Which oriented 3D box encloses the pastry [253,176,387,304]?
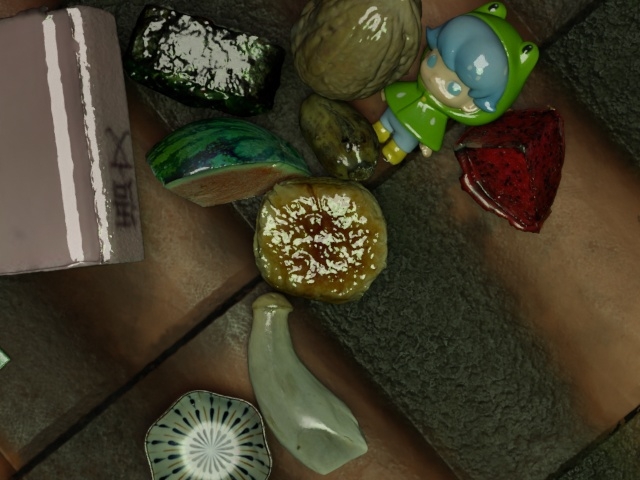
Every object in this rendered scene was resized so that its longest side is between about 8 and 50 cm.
[{"bbox_3d":[0.000,0.000,1.836,0.193,0.093,0.182,2,100,-1],"label":"pastry"}]

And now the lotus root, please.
[{"bbox_3d":[0.029,-0.148,1.825,0.089,0.080,0.179,-45,50,13],"label":"lotus root"}]

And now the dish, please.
[{"bbox_3d":[-0.159,0.306,1.861,0.191,0.066,0.190,0,89,2],"label":"dish"}]

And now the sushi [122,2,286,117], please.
[{"bbox_3d":[-0.166,-0.251,1.828,0.225,0.124,0.127,17,91,-4],"label":"sushi"}]

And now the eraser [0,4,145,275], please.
[{"bbox_3d":[-0.403,-0.133,1.806,0.272,0.122,0.359,-7,90,22],"label":"eraser"}]

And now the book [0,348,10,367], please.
[{"bbox_3d":[-0.541,0.160,1.894,0.103,0.017,0.135,-42,89,1],"label":"book"}]

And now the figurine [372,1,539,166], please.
[{"bbox_3d":[0.181,-0.218,1.815,0.263,0.143,0.162,-42,61,18],"label":"figurine"}]

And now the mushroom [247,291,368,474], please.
[{"bbox_3d":[-0.041,0.208,1.841,0.118,0.103,0.270,-30,85,-3],"label":"mushroom"}]

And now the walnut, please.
[{"bbox_3d":[0.055,-0.285,1.765,0.178,0.230,0.178,12,65,-27],"label":"walnut"}]

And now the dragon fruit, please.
[{"bbox_3d":[0.282,-0.103,1.846,0.127,0.121,0.161,-36,121,-37],"label":"dragon fruit"}]

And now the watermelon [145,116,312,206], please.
[{"bbox_3d":[-0.139,-0.120,1.816,0.231,0.146,0.128,-13,90,2],"label":"watermelon"}]
